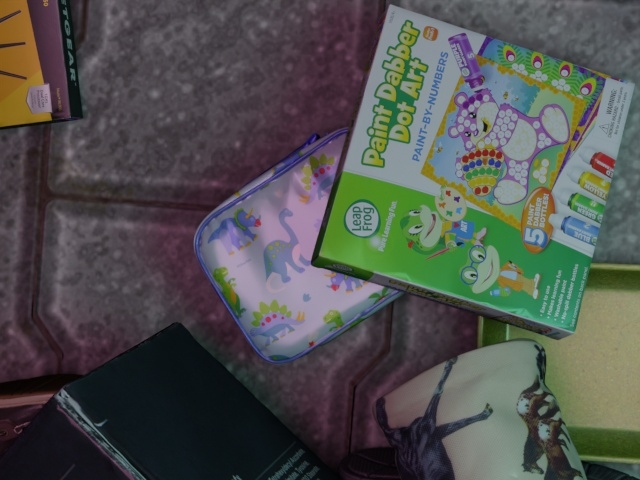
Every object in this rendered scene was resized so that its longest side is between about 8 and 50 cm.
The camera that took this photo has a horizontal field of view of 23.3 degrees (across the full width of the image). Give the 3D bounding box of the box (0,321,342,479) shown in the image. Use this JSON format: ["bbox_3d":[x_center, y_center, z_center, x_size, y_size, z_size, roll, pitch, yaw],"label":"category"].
[{"bbox_3d":[-0.153,0.421,1.399,0.472,0.297,0.480,43,107,4],"label":"box"}]

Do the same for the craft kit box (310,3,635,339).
[{"bbox_3d":[0.142,-0.063,1.425,0.247,0.061,0.249,16,78,-4],"label":"craft kit box"}]

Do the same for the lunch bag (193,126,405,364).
[{"bbox_3d":[0.000,0.000,1.492,0.219,0.090,0.176,-34,87,9],"label":"lunch bag"}]

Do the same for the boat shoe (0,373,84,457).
[{"bbox_3d":[-0.321,0.183,1.562,0.224,0.080,0.073,-9,96,15],"label":"boat shoe"}]

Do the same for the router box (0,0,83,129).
[{"bbox_3d":[-0.317,-0.202,1.560,0.133,0.046,0.178,-7,91,9],"label":"router box"}]

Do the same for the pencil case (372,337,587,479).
[{"bbox_3d":[0.188,0.273,1.309,0.160,0.183,0.410,-45,58,41],"label":"pencil case"}]

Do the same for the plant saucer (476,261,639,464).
[{"bbox_3d":[0.243,0.113,1.478,0.188,0.045,0.188,3,92,9],"label":"plant saucer"}]

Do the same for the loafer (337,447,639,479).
[{"bbox_3d":[0.166,0.261,1.478,0.303,0.109,0.095,4,108,16],"label":"loafer"}]
